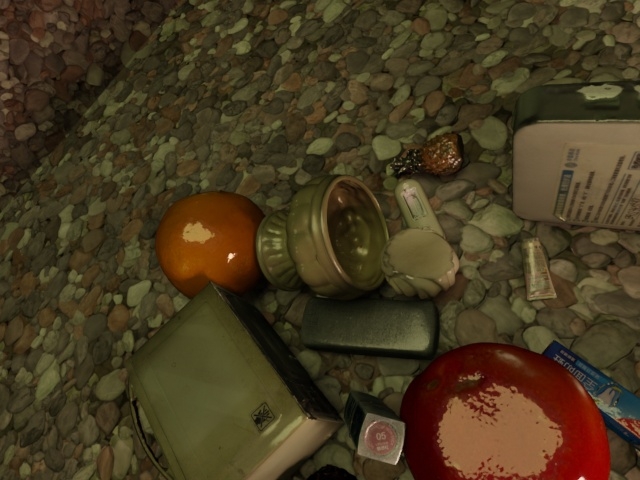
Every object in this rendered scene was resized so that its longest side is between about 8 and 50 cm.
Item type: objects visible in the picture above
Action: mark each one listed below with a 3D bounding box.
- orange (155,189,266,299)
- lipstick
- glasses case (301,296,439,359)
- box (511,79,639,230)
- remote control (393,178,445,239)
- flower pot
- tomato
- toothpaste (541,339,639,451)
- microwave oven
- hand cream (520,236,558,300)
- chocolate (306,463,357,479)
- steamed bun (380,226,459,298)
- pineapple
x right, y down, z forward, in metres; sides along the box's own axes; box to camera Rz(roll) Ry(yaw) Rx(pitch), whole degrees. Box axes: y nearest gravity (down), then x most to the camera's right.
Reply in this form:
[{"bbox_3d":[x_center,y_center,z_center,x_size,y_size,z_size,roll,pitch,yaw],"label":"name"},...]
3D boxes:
[{"bbox_3d":[-0.276,0.014,1.162,0.312,0.312,0.312,-10,62,19],"label":"orange"},{"bbox_3d":[0.094,0.347,0.842,0.076,0.290,0.078,14,78,2],"label":"lipstick"},{"bbox_3d":[0.111,0.203,1.029,0.323,0.074,0.131,-1,66,23],"label":"glasses case"},{"bbox_3d":[0.564,-0.137,0.811,0.396,0.396,0.111,8,71,25],"label":"box"},{"bbox_3d":[0.251,-0.066,1.121,0.078,0.042,0.221,-23,60,10],"label":"remote control"},{"bbox_3d":[0.000,0.000,1.063,0.244,0.307,0.308,-13,60,36],"label":"flower pot"},{"bbox_3d":[0.303,0.346,0.756,0.325,0.293,0.290,-3,48,14],"label":"tomato"},{"bbox_3d":[0.545,0.312,0.785,0.066,0.076,0.320,-47,57,-8],"label":"toothpaste"},{"bbox_3d":[-0.199,0.354,0.988,0.333,0.247,0.394,-43,57,-3],"label":"microwave oven"},{"bbox_3d":[0.477,0.061,0.969,0.061,0.039,0.143,-7,72,13],"label":"hand cream"},{"bbox_3d":[0.002,0.536,0.880,0.156,0.133,0.156,-11,62,21],"label":"chocolate"},{"bbox_3d":[0.222,0.058,1.008,0.182,0.106,0.183,-5,48,5],"label":"steamed bun"},{"bbox_3d":[0.277,-0.218,1.158,0.197,0.108,0.108,-9,62,32],"label":"pineapple"}]
